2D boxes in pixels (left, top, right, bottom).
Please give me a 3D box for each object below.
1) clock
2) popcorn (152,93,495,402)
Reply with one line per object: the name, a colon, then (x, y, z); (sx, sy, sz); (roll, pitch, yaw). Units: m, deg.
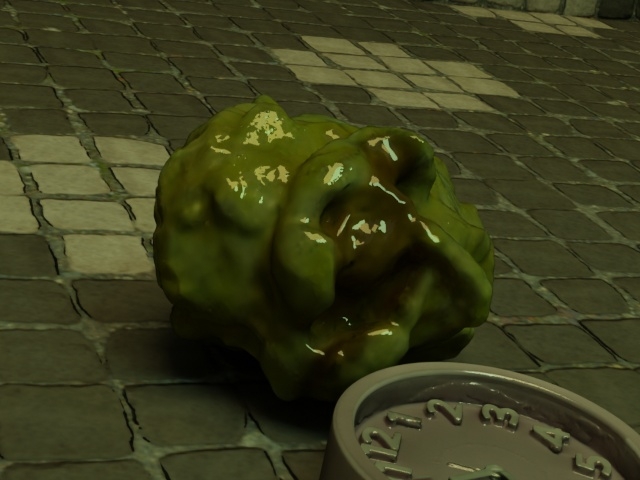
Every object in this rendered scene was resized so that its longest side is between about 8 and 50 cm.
clock: (0.097, 0.145, 0.727); (0.197, 0.068, 0.197); (9, 22, -4)
popcorn: (0.000, 0.000, 0.877); (0.256, 0.194, 0.255); (18, 11, -28)
